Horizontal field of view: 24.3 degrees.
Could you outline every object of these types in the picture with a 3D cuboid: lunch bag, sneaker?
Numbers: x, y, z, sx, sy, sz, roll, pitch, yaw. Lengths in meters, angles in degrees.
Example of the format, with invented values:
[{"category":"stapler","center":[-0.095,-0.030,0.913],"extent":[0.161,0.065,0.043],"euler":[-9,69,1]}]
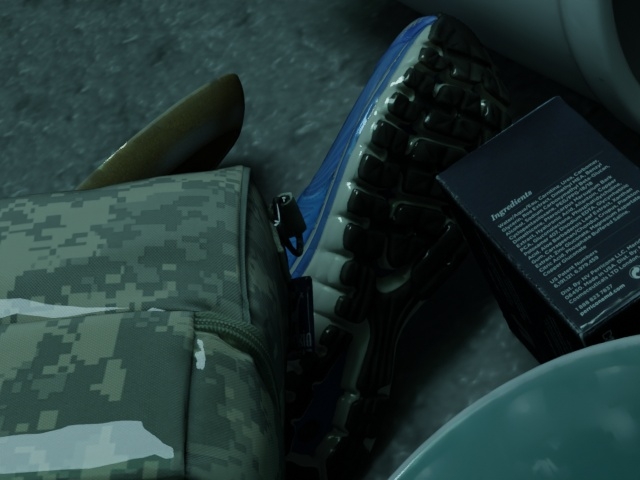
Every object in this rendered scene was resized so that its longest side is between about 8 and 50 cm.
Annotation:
[{"category":"lunch bag","center":[-0.156,0.080,0.758],"extent":[0.305,0.212,0.256],"euler":[-4,51,2]},{"category":"sneaker","center":[0.000,0.000,0.950],"extent":[0.147,0.130,0.330],"euler":[28,90,47]}]

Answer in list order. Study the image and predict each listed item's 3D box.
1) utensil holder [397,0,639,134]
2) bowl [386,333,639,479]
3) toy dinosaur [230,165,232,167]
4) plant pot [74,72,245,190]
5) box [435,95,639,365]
[{"category":"utensil holder","center":[0.168,-0.275,1.003],"extent":[0.327,0.327,0.385],"euler":[-44,44,-12]},{"category":"bowl","center":[0.155,0.210,0.677],"extent":[0.311,0.163,0.311],"euler":[-28,34,21]},{"category":"toy dinosaur","center":[-0.074,0.005,1.062],"extent":[0.064,0.112,0.211],"euler":[-31,-2,34]},{"category":"plant pot","center":[-0.135,-0.026,1.059],"extent":[0.236,0.236,0.032],"euler":[-44,88,-12]},{"category":"box","center":[0.162,0.028,0.860],"extent":[0.093,0.156,0.158],"euler":[-35,45,-4]}]
